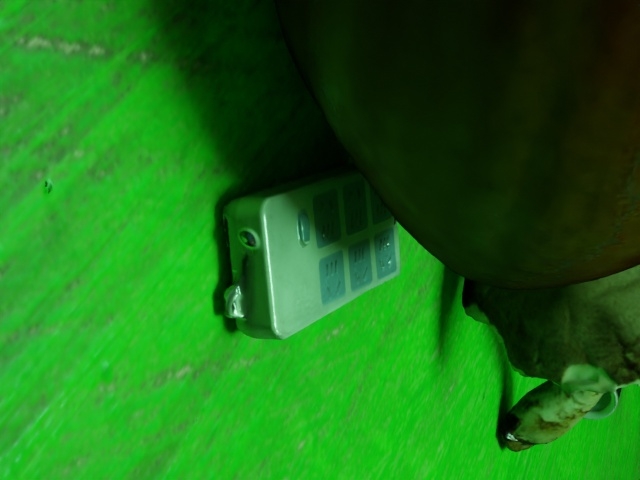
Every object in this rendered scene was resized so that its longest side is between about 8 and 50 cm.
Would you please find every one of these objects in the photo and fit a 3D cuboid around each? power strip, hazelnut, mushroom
[{"bbox_3d":[0.000,0.000,0.633,0.192,0.035,0.081,-23,112,-61],"label":"power strip"},{"bbox_3d":[0.130,-0.160,0.577,0.366,0.366,0.365,-7,98,-62],"label":"hazelnut"},{"bbox_3d":[0.240,0.049,0.927,0.301,0.233,0.208,82,-14,-74],"label":"mushroom"}]

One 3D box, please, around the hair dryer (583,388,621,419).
[{"bbox_3d":[0.312,0.070,1.215,0.128,0.070,0.255,-47,127,-52],"label":"hair dryer"}]
